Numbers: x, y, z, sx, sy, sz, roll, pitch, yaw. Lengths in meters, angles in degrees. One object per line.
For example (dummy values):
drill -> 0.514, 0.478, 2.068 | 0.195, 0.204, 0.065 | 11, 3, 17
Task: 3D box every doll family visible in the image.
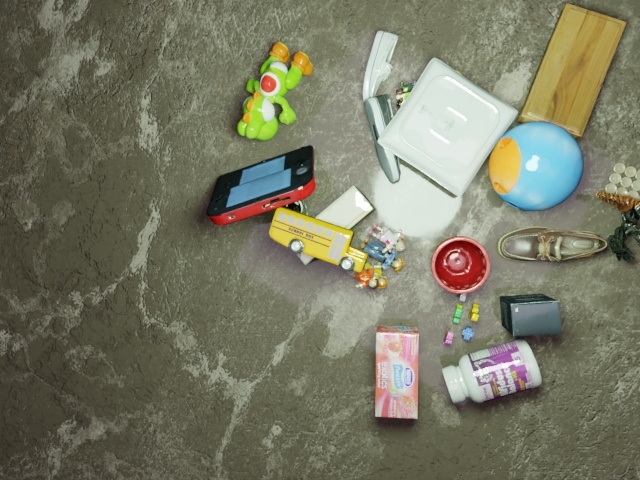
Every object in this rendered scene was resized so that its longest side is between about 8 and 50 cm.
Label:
doll family -> 0.327, -0.470, 1.917 | 0.111, 0.076, 0.193 | -25, 91, 4
doll family -> 0.208, 0.076, 1.950 | 0.163, 0.118, 0.263 | 35, 79, 13

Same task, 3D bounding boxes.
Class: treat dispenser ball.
treat dispenser ball -> 0.694, -0.239, 1.756 | 0.288, 0.288, 0.288 | 0, 92, 9

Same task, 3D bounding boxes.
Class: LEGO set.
LEGO set -> 0.508, 0.277, 1.902 | 0.087, 0.093, 0.227 | 17, 94, 8

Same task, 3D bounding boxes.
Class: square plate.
square plate -> 0.427, -0.383, 1.819 | 0.344, 0.049, 0.347 | 34, 94, 2

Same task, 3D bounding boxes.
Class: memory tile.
memory tile -> 1.054, -0.192, 1.839 | 0.148, 0.012, 0.113 | 20, 95, 7

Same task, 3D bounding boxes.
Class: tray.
tray -> 0.833, -0.558, 1.805 | 0.203, 0.076, 0.411 | 22, 88, 8

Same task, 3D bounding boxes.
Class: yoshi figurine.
yoshi figurine -> -0.178, -0.514, 1.975 | 0.203, 0.203, 0.362 | 34, 81, -33

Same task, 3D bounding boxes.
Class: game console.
game console -> -0.202, -0.203, 1.897 | 0.386, 0.342, 0.060 | -17, 125, 9

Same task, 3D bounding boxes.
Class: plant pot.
plant pot -> 0.472, 0.079, 1.860 | 0.191, 0.174, 0.191 | 0, 92, 8

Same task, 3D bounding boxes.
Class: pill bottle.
pill bottle -> 0.581, 0.457, 1.860 | 0.301, 0.169, 0.169 | -20, 89, 9

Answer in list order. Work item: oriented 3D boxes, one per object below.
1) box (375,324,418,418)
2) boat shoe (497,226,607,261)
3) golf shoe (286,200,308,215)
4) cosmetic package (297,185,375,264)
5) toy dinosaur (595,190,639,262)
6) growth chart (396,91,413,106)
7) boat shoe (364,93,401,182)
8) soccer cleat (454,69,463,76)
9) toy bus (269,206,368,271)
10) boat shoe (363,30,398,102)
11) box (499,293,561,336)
box -> 0.273, 0.461, 1.922 | 0.154, 0.142, 0.300 | 1, 92, 8
boat shoe -> 0.783, 0.016, 1.833 | 0.342, 0.123, 0.123 | 1, 92, 9
golf shoe -> -0.100, -0.164, 1.987 | 0.077, 0.094, 0.198 | -24, 87, 10
cosmetic package -> 0.041, -0.055, 1.934 | 0.309, 0.160, 0.113 | -41, 86, 9
toy dinosaur -> 1.039, -0.055, 1.781 | 0.322, 0.164, 0.218 | 24, 63, 15
growth chart -> 0.375, -0.417, 1.884 | 0.172, 0.021, 0.237 | -19, 105, 3
boat shoe -> 0.246, -0.363, 1.917 | 0.105, 0.113, 0.306 | -17, 91, -9
soccer cleat -> 0.521, -0.457, 1.888 | 0.121, 0.093, 0.289 | -18, 87, -11
toy bus -> 0.000, 0.000, 1.811 | 0.332, 0.108, 0.130 | 19, 94, 7
boat shoe -> 0.213, -0.612, 1.919 | 0.084, 0.095, 0.258 | 15, 95, 13
box -> 0.696, 0.246, 1.813 | 0.153, 0.207, 0.108 | -5, 91, 9
